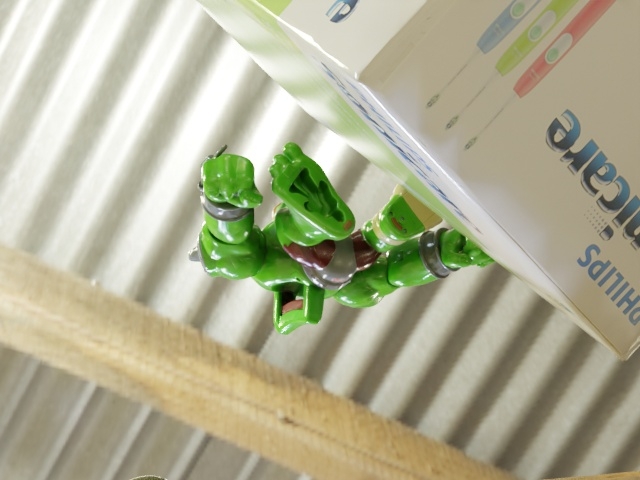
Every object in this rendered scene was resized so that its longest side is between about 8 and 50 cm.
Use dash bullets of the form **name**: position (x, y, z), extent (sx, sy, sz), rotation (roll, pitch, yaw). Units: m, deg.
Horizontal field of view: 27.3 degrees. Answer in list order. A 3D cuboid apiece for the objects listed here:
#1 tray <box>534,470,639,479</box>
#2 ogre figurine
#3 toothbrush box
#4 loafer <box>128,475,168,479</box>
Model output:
- **tray**: position (0.135, 0.199, 0.522), extent (0.203, 0.411, 0.076), rotation (-3, -78, -13)
- **ogre figurine**: position (0.000, 0.000, 0.831), extent (0.197, 0.096, 0.118), rotation (-6, -21, -36)
- **toothbrush box**: position (0.041, -0.103, 0.583), extent (0.122, 0.283, 0.206), rotation (-47, -50, 2)
- **loafer**: position (-0.113, 0.152, 0.542), extent (0.148, 0.050, 0.056), rotation (-43, -75, -9)
